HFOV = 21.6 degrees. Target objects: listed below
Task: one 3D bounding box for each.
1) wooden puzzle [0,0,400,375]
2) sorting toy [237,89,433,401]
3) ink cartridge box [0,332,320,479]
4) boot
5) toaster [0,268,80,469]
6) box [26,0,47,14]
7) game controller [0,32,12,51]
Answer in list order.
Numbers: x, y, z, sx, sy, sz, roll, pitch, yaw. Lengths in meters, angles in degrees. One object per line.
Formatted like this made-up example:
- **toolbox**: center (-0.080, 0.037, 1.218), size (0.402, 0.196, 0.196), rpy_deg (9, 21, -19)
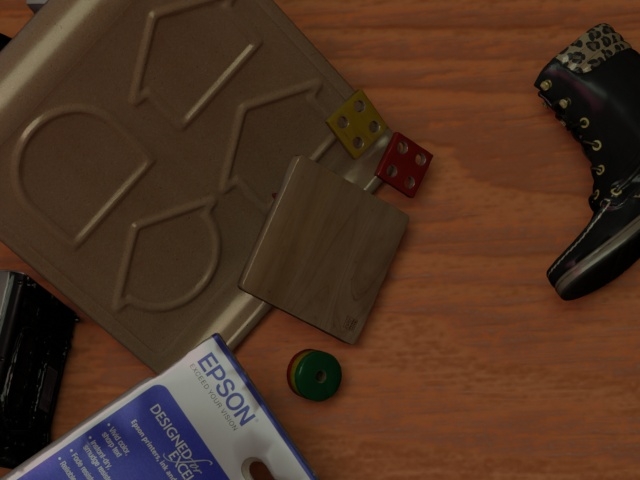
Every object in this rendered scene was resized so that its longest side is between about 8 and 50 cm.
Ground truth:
- **wooden puzzle**: center (-0.141, -0.085, 1.523), size (0.322, 0.080, 0.348), rpy_deg (-49, 118, -6)
- **sorting toy**: center (0.000, 0.000, 1.532), size (0.132, 0.046, 0.274), rpy_deg (28, 80, -28)
- **ink cartridge box**: center (-0.131, 0.289, 1.465), size (0.307, 0.072, 0.303), rpy_deg (-34, 88, -5)
- **boot**: center (0.251, -0.074, 1.531), size (0.236, 0.085, 0.178), rpy_deg (-42, 72, -11)
- **toaster**: center (-0.304, 0.124, 1.515), size (0.110, 0.168, 0.185), rpy_deg (7, 76, 13)
- **box**: center (-0.223, -0.258, 1.640), size (0.102, 0.087, 0.101), rpy_deg (4, 76, 9)
- **game controller**: center (-0.294, -0.102, 1.622), size (0.319, 0.067, 0.166), rpy_deg (24, 80, 14)
